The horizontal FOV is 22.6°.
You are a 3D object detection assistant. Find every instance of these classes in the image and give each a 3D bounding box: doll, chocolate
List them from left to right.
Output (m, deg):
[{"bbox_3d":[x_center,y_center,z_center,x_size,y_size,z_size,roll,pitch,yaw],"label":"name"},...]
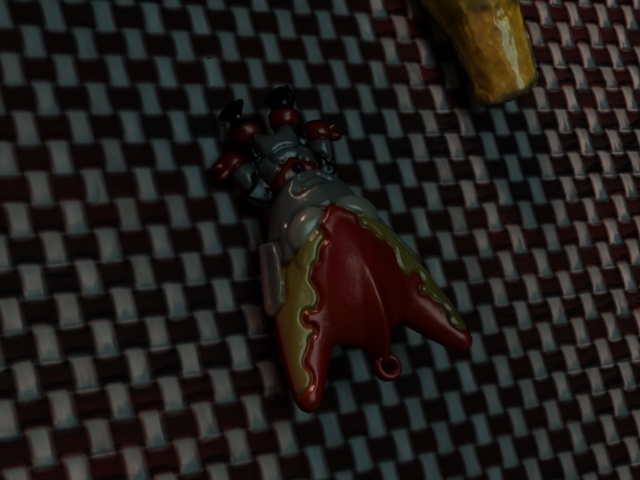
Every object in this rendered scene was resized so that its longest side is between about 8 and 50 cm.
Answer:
[{"bbox_3d":[0.000,0.000,0.843,0.109,0.057,0.169,-19,69,-29],"label":"doll"},{"bbox_3d":[0.077,-0.186,0.982,0.086,0.086,0.219,-15,85,-43],"label":"chocolate"}]
